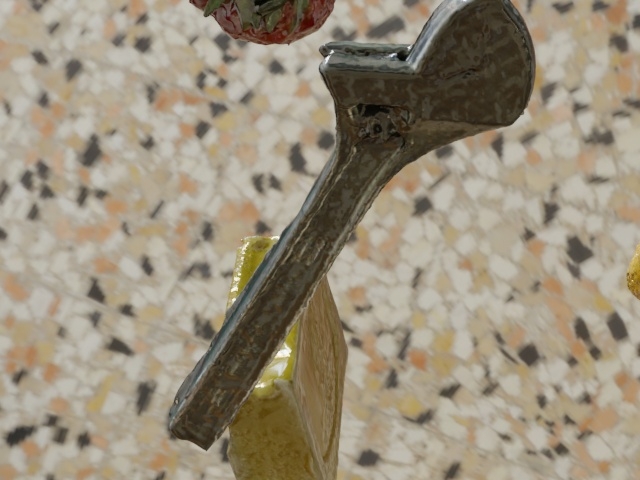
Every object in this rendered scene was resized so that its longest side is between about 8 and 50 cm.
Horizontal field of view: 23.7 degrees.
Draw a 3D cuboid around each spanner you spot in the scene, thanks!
[{"bbox_3d":[0.000,0.000,0.726,0.093,0.325,0.026,21,41,-15],"label":"spanner"}]

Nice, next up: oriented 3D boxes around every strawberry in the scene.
[{"bbox_3d":[-0.038,-0.195,1.002,0.131,0.148,0.131,2,110,4],"label":"strawberry"}]

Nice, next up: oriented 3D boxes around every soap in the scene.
[{"bbox_3d":[-0.036,0.139,1.608,0.091,0.199,0.315,-8,28,10],"label":"soap"}]

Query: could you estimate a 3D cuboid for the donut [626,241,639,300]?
[{"bbox_3d":[0.399,-0.029,1.518,0.118,0.253,0.253,29,85,7],"label":"donut"}]
